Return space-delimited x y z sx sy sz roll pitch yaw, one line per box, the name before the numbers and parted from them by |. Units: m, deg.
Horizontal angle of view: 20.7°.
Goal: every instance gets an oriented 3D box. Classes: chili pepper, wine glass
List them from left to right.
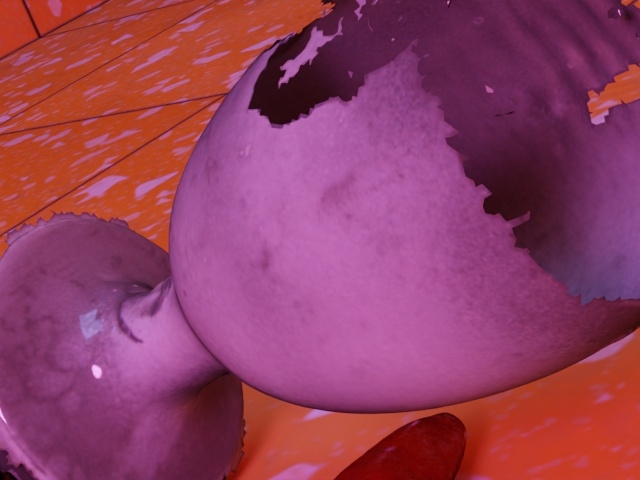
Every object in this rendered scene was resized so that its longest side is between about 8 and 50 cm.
wine glass | 0.002 0.004 0.783 0.357 0.190 0.190 -33 6 42
chili pepper | 0.015 0.127 0.719 0.071 0.063 0.272 -16 6 19

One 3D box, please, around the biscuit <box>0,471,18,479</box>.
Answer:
biscuit | -0.249 0.062 0.944 0.070 0.252 0.106 -34 21 -4
